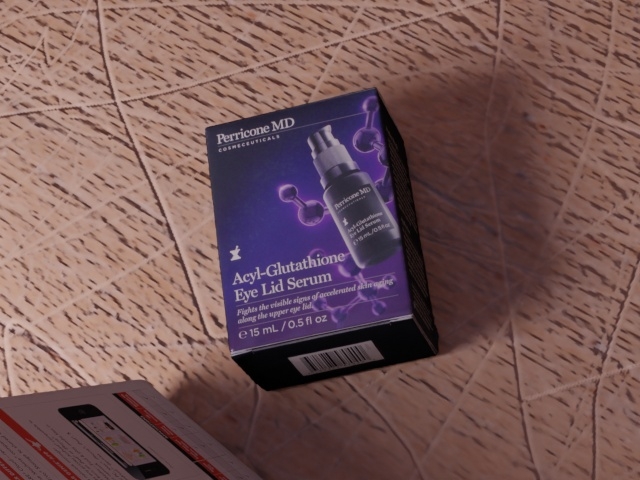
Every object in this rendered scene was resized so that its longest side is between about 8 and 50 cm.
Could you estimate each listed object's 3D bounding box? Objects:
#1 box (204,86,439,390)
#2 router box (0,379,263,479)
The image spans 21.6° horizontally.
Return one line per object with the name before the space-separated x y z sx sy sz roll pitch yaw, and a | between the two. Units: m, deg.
box | 0.000 0.000 1.366 0.153 0.108 0.207 -14 66 10
router box | -0.119 0.236 1.196 0.335 0.301 0.082 37 108 25
